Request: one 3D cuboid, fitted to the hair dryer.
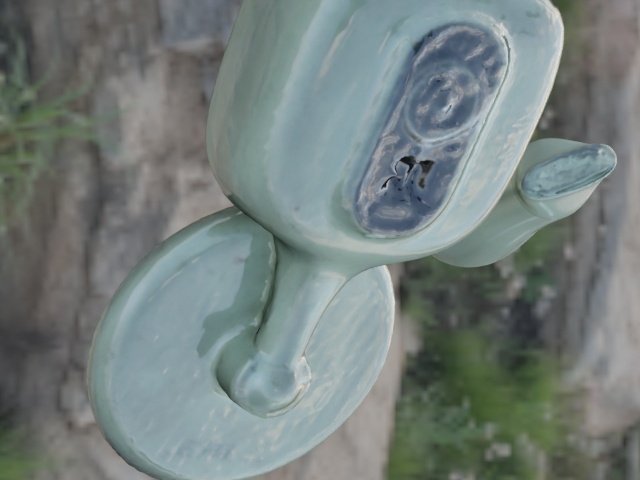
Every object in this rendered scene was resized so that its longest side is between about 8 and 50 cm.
[{"bbox_3d":[0.041,-0.004,1.155,0.237,0.206,0.075,-18,88,-15],"label":"hair dryer"}]

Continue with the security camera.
[{"bbox_3d":[0.000,0.000,0.850,0.157,0.080,0.301,7,117,-35],"label":"security camera"}]
